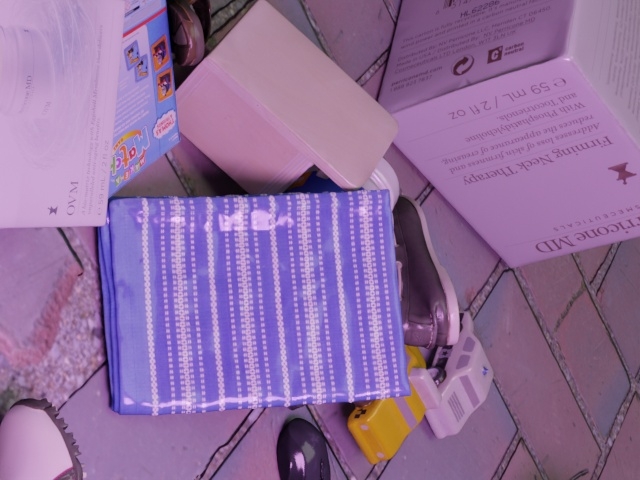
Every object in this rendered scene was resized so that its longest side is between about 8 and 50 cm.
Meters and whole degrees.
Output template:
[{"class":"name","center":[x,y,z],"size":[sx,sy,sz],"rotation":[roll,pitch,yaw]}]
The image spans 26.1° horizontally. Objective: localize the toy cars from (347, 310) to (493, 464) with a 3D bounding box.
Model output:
[{"class":"toy cars","center":[0.158,0.189,1.868],"size":[0.393,0.087,0.177],"rotation":[-4,88,-61]}]

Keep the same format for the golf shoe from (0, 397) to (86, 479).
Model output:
[{"class":"golf shoe","center":[-0.284,0.276,1.266],"size":[0.120,0.105,0.273],"rotation":[13,67,-43]}]

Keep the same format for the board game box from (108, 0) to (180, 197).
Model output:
[{"class":"board game box","center":[-0.215,-0.171,1.494],"size":[0.160,0.039,0.212],"rotation":[-46,140,-50]}]

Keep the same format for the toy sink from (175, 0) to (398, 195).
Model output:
[{"class":"toy sink","center":[-0.049,-0.143,1.655],"size":[0.234,0.131,0.153],"rotation":[41,44,-8]}]

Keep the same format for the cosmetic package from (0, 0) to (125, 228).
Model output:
[{"class":"cosmetic package","center":[-0.313,-0.129,1.282],"size":[0.224,0.138,0.224],"rotation":[-3,101,-52]}]

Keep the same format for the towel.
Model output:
[{"class":"towel","center":[-0.071,0.062,1.516],"size":[0.336,0.040,0.243],"rotation":[-2,78,-14]}]

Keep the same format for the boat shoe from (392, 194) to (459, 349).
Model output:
[{"class":"boat shoe","center":[0.095,0.030,1.792],"size":[0.335,0.095,0.112],"rotation":[-111,-160,-61]}]

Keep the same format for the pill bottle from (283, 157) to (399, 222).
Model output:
[{"class":"pill bottle","center":[0.000,0.000,1.699],"size":[0.152,0.152,0.272],"rotation":[58,39,-23]}]

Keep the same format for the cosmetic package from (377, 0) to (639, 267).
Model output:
[{"class":"cosmetic package","center":[0.344,-0.223,2.091],"size":[0.393,0.329,0.327],"rotation":[43,46,-35]}]

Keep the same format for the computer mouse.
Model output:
[{"class":"computer mouse","center":[0.000,0.334,1.677],"size":[0.071,0.041,0.242],"rotation":[-15,91,-55]}]

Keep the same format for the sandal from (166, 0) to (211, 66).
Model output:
[{"class":"sandal","center":[-0.150,-0.258,1.582],"size":[0.219,0.060,0.090],"rotation":[-126,-152,-64]}]

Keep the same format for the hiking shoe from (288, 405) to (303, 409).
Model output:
[{"class":"hiking shoe","center":[0.035,0.131,1.731],"size":[0.086,0.114,0.227],"rotation":[61,38,-19]}]
